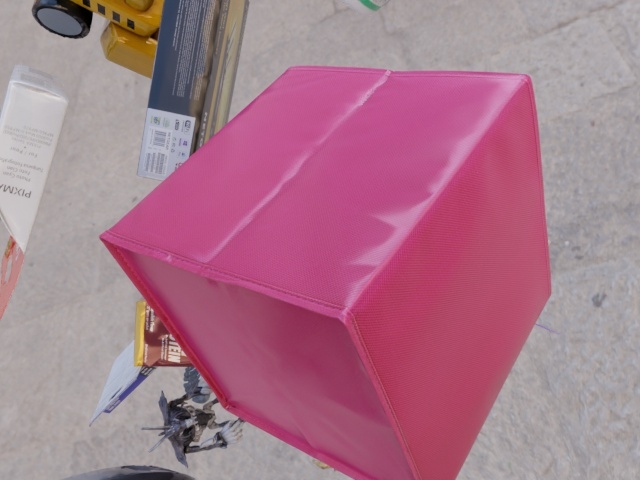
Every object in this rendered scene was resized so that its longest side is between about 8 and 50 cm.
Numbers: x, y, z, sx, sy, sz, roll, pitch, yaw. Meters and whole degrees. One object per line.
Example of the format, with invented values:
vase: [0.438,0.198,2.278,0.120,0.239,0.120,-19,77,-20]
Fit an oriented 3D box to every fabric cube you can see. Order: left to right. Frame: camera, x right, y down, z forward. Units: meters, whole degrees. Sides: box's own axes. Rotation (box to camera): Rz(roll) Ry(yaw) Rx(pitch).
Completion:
fabric cube: [0.027,0.025,0.528,0.259,0.254,0.258,15,52,37]

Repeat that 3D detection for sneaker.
sneaker: [-0.332,0.370,1.805,0.110,0.122,0.283,-34,39,24]

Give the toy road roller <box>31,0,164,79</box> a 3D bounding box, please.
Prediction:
toy road roller: [-0.300,-0.429,1.000,0.240,0.329,0.202,-11,64,53]

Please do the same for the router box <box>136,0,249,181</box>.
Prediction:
router box: [-0.186,-0.246,0.912,0.081,0.243,0.309,12,99,-2]

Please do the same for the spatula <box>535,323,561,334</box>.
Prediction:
spatula: [0.364,0.167,1.294,0.296,0.084,0.030,5,81,29]

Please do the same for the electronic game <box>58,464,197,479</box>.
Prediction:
electronic game: [-0.221,0.270,0.543,0.229,0.229,0.048,-31,57,7]

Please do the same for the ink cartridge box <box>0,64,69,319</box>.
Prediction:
ink cartridge box: [-0.533,-0.095,1.019,0.308,0.091,0.385,38,108,58]

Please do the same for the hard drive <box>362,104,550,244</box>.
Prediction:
hard drive: [0.151,-0.086,0.829,0.307,0.203,0.040,57,137,31]

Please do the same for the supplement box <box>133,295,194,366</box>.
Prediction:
supplement box: [-0.282,0.181,1.255,0.191,0.194,0.129,3,91,-11]

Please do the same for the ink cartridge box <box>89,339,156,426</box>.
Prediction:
ink cartridge box: [-0.465,0.325,1.469,0.223,0.045,0.224,-43,23,25]

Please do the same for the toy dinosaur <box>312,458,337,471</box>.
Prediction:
toy dinosaur: [0.078,0.438,1.200,0.183,0.092,0.053,-25,59,10]

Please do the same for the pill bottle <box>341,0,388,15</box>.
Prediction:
pill bottle: [0.140,-0.519,0.851,0.361,0.204,0.204,-35,48,27]

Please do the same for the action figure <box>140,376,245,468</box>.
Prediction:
action figure: [-0.229,0.359,1.243,0.141,0.275,0.164,-38,71,32]
